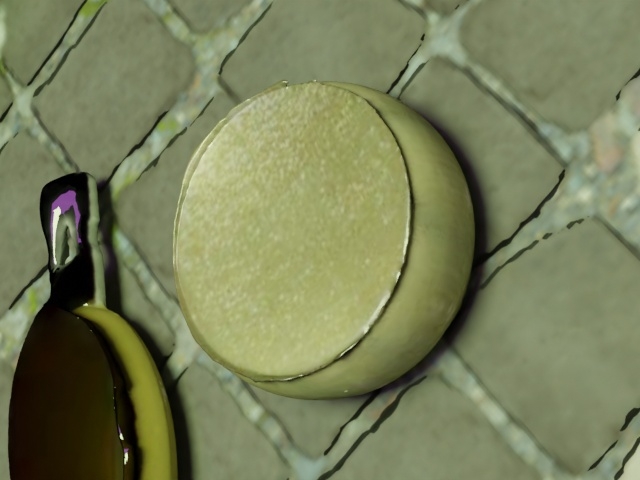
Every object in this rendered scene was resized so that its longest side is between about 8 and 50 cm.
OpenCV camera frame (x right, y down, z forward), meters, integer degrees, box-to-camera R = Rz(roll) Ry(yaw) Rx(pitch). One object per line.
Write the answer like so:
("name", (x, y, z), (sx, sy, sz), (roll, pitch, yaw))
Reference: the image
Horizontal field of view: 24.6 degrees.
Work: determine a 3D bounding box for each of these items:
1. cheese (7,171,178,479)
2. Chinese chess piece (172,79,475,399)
("cheese", (-0.104, 0.048, 0.633), (0.086, 0.036, 0.162), (-22, 68, 35))
("Chinese chess piece", (0.000, 0.000, 0.557), (0.122, 0.051, 0.122), (-10, 73, 35))
